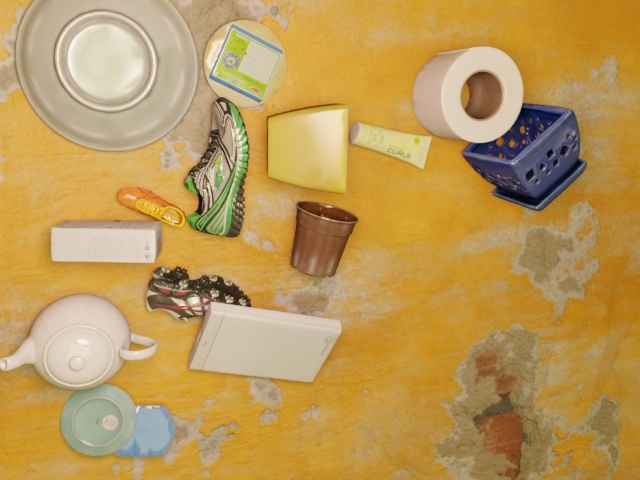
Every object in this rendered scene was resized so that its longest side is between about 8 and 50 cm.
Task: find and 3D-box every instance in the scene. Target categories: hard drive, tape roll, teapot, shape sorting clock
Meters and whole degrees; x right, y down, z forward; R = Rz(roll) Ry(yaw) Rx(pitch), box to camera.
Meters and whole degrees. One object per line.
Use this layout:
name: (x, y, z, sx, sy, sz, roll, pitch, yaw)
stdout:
hard drive: (-0.148, 0.277, 1.666, 0.353, 0.047, 0.233, 11, 127, -21)
tape roll: (0.391, -0.388, 1.686, 0.246, 0.169, 0.246, -4, 103, -18)
teapot: (-0.565, 0.256, 1.494, 0.256, 0.187, 0.252, -45, 112, -6)
shape sorting clock: (-0.184, -0.433, 1.545, 0.206, 0.040, 0.206, -6, 106, -21)

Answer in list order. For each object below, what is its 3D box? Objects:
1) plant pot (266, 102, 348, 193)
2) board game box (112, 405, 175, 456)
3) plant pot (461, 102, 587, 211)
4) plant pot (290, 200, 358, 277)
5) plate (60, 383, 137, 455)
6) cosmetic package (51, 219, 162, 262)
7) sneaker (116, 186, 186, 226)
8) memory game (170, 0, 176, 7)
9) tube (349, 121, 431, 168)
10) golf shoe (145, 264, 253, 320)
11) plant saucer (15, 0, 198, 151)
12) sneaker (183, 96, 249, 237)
plant pot: (-0.040, -0.234, 1.564, 0.187, 0.212, 0.212, 0, 103, -5)
board game box: (-0.472, 0.500, 1.664, 0.169, 0.033, 0.133, 4, 89, -19)
plant pot: (0.582, -0.226, 1.761, 0.236, 0.236, 0.212, -41, 117, -7)
plant pot: (0.000, 0.000, 1.653, 0.167, 0.167, 0.165, 8, 107, -21)
plate: (-0.566, 0.460, 1.605, 0.188, 0.024, 0.188, 0, 90, -12)
cosmetic package: (-0.495, 0.000, 1.471, 0.231, 0.117, 0.085, 2, 102, -7)
sneaker: (-0.408, -0.085, 1.534, 0.175, 0.067, 0.064, 20, 98, -20)
memory game: (-0.412, -0.592, 1.445, 0.186, 0.012, 0.186, -4, 104, -18)
tube: (0.195, -0.266, 1.708, 0.240, 0.062, 0.070, 12, 139, -26)
golf shoe: (-0.312, 0.150, 1.620, 0.273, 0.105, 0.120, 18, 118, -22)
plant saucer: (-0.474, -0.396, 1.405, 0.401, 0.100, 0.400, -3, 104, -13)
sneaker: (-0.254, -0.175, 1.531, 0.146, 0.134, 0.343, 2, 102, -19)
